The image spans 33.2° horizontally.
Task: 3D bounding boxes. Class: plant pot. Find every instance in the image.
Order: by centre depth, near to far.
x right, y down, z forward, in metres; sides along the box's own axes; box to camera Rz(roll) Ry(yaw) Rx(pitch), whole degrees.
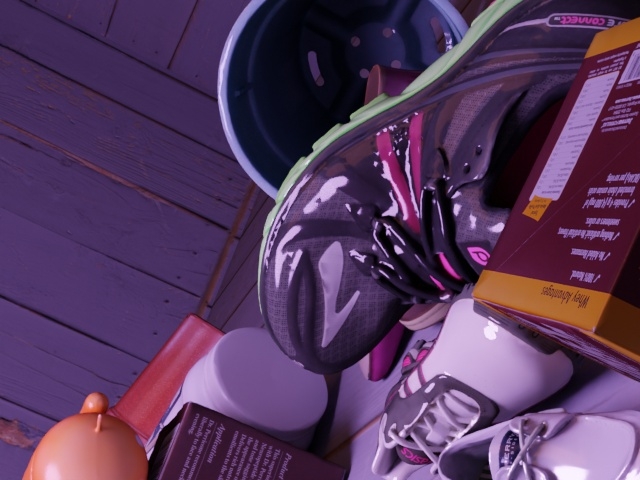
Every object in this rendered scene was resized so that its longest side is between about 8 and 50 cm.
[{"bbox_3d":[0.061,-0.236,1.498,0.341,0.341,0.334,-60,2,22],"label":"plant pot"},{"bbox_3d":[-0.199,0.278,1.734,0.265,0.272,0.272,-57,8,-8],"label":"plant pot"}]

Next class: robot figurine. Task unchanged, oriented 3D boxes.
[{"bbox_3d":[-0.261,0.268,1.188,0.158,0.128,0.219,-46,-3,-34],"label":"robot figurine"}]

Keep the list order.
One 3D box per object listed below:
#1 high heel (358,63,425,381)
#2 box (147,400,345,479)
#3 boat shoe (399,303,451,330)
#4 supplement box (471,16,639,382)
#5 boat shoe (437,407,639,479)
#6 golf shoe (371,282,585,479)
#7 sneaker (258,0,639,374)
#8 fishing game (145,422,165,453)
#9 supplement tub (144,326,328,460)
[{"bbox_3d":[0.134,-0.018,1.263,0.127,0.181,0.378,-157,73,-76],"label":"high heel"},{"bbox_3d":[-0.109,0.315,1.233,0.167,0.203,0.169,-49,18,59],"label":"box"},{"bbox_3d":[0.140,-0.048,1.085,0.342,0.123,0.123,-56,12,40],"label":"boat shoe"},{"bbox_3d":[0.209,-0.018,0.612,0.194,0.129,0.191,-64,10,-3],"label":"supplement box"},{"bbox_3d":[0.142,0.151,0.689,0.226,0.075,0.083,-47,20,61],"label":"boat shoe"},{"bbox_3d":[0.112,0.121,0.817,0.120,0.105,0.273,-55,-5,-23],"label":"golf shoe"},{"bbox_3d":[0.108,-0.027,0.900,0.483,0.185,0.202,-46,35,32],"label":"sneaker"},{"bbox_3d":[-0.165,0.383,1.396,0.041,0.264,0.189,-13,-32,-46],"label":"fishing game"},{"bbox_3d":[-0.123,0.268,1.471,0.272,0.191,0.191,-57,12,37],"label":"supplement tub"}]
